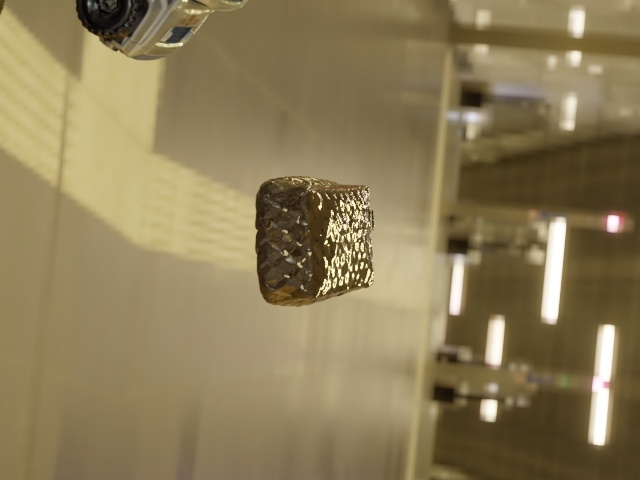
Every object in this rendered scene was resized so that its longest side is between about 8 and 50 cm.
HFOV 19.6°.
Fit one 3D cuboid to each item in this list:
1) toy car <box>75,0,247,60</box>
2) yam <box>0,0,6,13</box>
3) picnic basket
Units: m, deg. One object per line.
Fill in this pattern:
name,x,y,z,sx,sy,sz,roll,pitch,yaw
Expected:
toy car,-0.063,-0.173,1.036,0.170,0.070,0.080,-55,169,13
yam,-0.177,-0.174,0.561,0.201,0.202,0.271,121,-32,-49
picnic basket,0.000,0.000,1.548,0.193,0.055,0.110,-8,95,-74
